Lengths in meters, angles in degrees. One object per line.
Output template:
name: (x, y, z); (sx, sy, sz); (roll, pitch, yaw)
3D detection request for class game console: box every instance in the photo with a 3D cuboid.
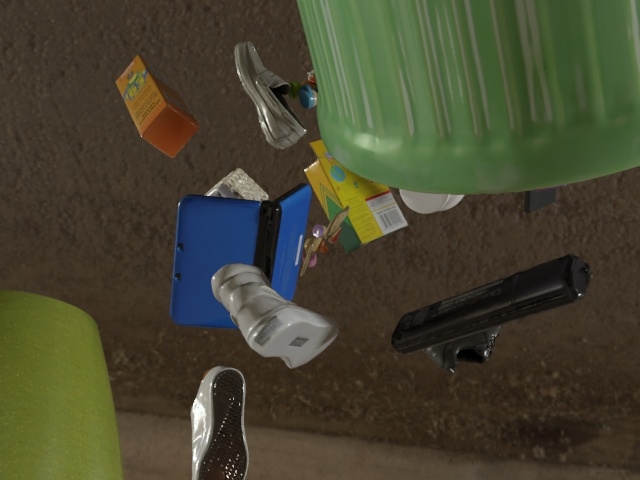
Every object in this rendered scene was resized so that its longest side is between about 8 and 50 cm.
game console: (-0.159, 0.025, 1.414); (0.173, 0.250, 0.293); (19, 117, 17)

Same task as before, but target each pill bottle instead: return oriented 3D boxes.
pill bottle: (0.205, -0.112, 1.181); (0.112, 0.187, 0.112); (9, 112, 24)

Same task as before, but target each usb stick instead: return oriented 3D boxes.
usb stick: (0.206, 0.086, 0.875); (0.278, 0.077, 0.045); (-27, 109, 40)

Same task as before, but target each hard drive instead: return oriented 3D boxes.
hard drive: (0.578, -0.143, 1.811); (0.094, 0.022, 0.135); (-22, 129, -16)

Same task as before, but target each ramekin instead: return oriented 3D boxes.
ramekin: (0.124, -0.173, 0.441); (0.304, 0.303, 0.148); (-6, 125, 22)

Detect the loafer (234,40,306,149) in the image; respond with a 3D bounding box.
loafer: (-0.133, -0.402, 1.859); (0.112, 0.112, 0.319); (-27, 84, 19)

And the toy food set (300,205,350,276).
toy food set: (0.000, 0.000, 0.987); (0.019, 0.122, 0.077); (28, 124, 14)

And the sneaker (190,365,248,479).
sneaker: (-0.210, 0.400, 1.395); (0.106, 0.290, 0.123); (11, 170, -28)

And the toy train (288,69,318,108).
toy train: (-0.032, -0.424, 1.914); (0.143, 0.248, 0.105); (-16, 121, -27)

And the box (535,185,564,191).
box: (0.329, -0.252, 1.087); (0.057, 0.293, 0.201); (-10, 149, 41)

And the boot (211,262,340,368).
boot: (-0.058, 0.094, 0.930); (0.123, 0.095, 0.258); (49, 179, 20)

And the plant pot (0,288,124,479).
plant pot: (-0.276, 0.199, 0.560); (0.275, 0.293, 0.274); (0, 152, 0)

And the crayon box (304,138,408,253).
crayon box: (0.091, -0.142, 1.944); (0.081, 0.202, 0.318); (-33, 81, 49)

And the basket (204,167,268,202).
basket: (-0.213, -0.073, 1.562); (0.113, 0.103, 0.167); (44, 132, -15)

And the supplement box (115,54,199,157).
supplement box: (-0.294, -0.242, 1.226); (0.078, 0.233, 0.080); (-47, 131, 10)

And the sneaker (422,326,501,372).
sneaker: (0.357, 0.210, 1.561); (0.286, 0.130, 0.109); (-26, 142, -19)
